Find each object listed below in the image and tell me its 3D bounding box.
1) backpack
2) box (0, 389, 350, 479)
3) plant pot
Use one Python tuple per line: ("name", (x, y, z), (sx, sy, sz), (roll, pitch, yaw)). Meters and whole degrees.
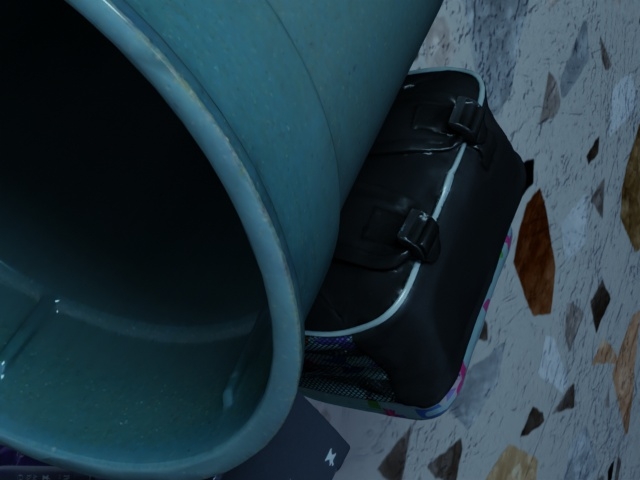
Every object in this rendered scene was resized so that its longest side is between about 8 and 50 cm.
("backpack", (0.000, 0.000, 0.787), (0.191, 0.253, 0.225), (59, 45, -47))
("box", (-0.113, 0.143, 0.703), (0.108, 0.207, 0.153), (52, 57, -45))
("plant pot", (-0.096, -0.113, 0.595), (0.334, 0.341, 0.341), (-58, 139, -41))
